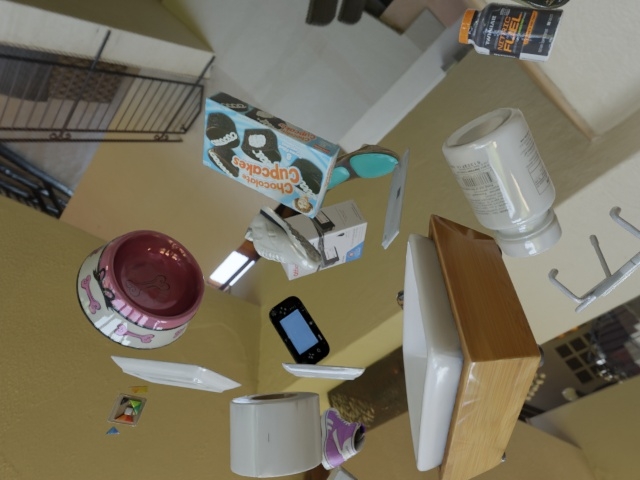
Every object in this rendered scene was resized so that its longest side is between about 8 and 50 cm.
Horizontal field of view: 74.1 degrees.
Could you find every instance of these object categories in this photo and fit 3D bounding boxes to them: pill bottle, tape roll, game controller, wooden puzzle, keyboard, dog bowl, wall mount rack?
[{"bbox_3d":[0.510,-0.569,1.154,0.245,0.131,0.130,18,-156,21],"label":"pill bottle"},{"bbox_3d":[-0.119,0.507,1.140,0.246,0.246,0.169,11,-110,-45],"label":"tape roll"},{"bbox_3d":[-0.096,0.409,1.900,0.319,0.166,0.067,55,-174,16],"label":"game controller"},{"bbox_3d":[-0.463,0.407,1.018,0.078,0.014,0.117,24,-106,-38],"label":"wooden puzzle"},{"bbox_3d":[0.312,-0.091,0.712,0.229,0.131,0.131,56,-152,-19],"label":"pill bottle"},{"bbox_3d":[0.173,-0.100,0.951,0.014,0.072,0.256,22,-126,-11],"label":"keyboard"},{"bbox_3d":[-0.570,0.144,1.416,0.408,0.150,0.408,35,-146,-28],"label":"dog bowl"},{"bbox_3d":[0.682,0.000,0.967,0.304,0.350,0.130,-20,-124,-35],"label":"wall mount rack"}]

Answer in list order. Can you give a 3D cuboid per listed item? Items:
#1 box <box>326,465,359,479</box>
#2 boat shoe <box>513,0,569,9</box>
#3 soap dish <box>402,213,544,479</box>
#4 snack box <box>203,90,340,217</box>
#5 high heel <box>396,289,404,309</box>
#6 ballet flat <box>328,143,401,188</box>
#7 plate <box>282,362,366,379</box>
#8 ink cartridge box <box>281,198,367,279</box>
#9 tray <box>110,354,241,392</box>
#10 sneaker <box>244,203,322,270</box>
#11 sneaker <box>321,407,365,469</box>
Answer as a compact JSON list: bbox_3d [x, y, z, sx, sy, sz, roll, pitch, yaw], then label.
[{"bbox_3d":[0.097,0.928,1.538,0.170,0.130,0.091,36,167,6],"label":"box"},{"bbox_3d":[0.255,-0.457,0.675,0.323,0.123,0.120,14,-147,-15],"label":"boat shoe"},{"bbox_3d":[0.177,0.147,0.556,0.118,0.291,0.229,-2,-141,5],"label":"soap dish"},{"bbox_3d":[-0.127,-0.201,1.013,0.321,0.187,0.060,26,-136,8],"label":"snack box"},{"bbox_3d":[0.383,0.302,1.616,0.093,0.186,0.261,-20,-103,-19],"label":"high heel"},{"bbox_3d":[0.118,-0.268,1.469,0.116,0.342,0.124,50,-140,-33],"label":"ballet flat"},{"bbox_3d":[0.021,0.465,1.506,0.278,0.277,0.045,68,-156,-72],"label":"plate"},{"bbox_3d":[0.000,0.000,2.020,0.394,0.286,0.166,-17,-125,-14],"label":"ink cartridge box"},{"bbox_3d":[-0.319,0.293,0.921,0.145,0.270,0.030,51,-136,-48],"label":"tray"},{"bbox_3d":[-0.085,0.012,0.927,0.090,0.095,0.235,42,179,-43],"label":"sneaker"},{"bbox_3d":[0.089,0.669,1.491,0.102,0.161,0.282,57,-172,-10],"label":"sneaker"}]
